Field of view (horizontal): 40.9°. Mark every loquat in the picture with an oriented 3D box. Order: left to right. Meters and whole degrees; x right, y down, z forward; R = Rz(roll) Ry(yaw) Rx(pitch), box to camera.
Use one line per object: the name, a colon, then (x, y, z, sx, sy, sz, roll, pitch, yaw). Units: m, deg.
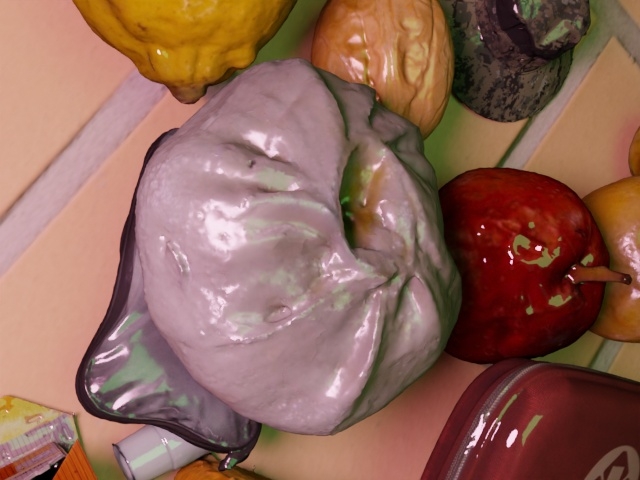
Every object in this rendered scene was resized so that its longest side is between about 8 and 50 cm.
loquat: (0.403, 0.023, 1.078, 0.213, 0.213, 0.213, 2, 86, -26)

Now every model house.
model house: (-0.290, 0.264, 0.760, 0.219, 0.136, 0.207, -23, 99, -25)

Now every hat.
hat: (0.261, -0.286, 1.071, 0.266, 0.128, 0.265, 0, 89, -23)

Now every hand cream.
hand cream: (-0.061, 0.161, 0.921, 0.331, 0.058, 0.085, -26, 88, -25)

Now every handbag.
handbag: (-0.118, 0.051, 0.866, 0.192, 0.075, 0.332, 23, 63, -24)

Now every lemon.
lemon: (-0.131, -0.318, 0.808, 0.286, 0.285, 0.316, 29, 100, -22)

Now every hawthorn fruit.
hawthorn fruit: (0.234, 0.028, 0.966, 0.210, 0.266, 0.230, -8, 94, -41)

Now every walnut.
walnut: (0.068, -0.196, 0.957, 0.159, 0.159, 0.206, -3, 88, -26)

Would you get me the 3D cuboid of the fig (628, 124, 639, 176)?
fig: (0.492, -0.110, 1.174, 0.121, 0.136, 0.152, -24, 132, -62)

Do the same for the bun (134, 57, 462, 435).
bun: (0.005, 0.003, 0.797, 0.355, 0.194, 0.354, 13, 68, -36)

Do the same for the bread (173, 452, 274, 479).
bread: (-0.015, 0.356, 0.867, 0.340, 0.179, 0.194, 29, 74, -22)

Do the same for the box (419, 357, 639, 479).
box: (0.278, 0.270, 0.984, 0.404, 0.108, 0.263, 17, 98, -42)
